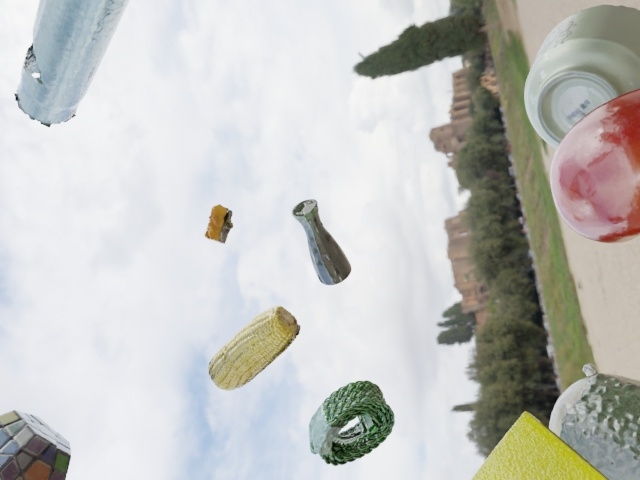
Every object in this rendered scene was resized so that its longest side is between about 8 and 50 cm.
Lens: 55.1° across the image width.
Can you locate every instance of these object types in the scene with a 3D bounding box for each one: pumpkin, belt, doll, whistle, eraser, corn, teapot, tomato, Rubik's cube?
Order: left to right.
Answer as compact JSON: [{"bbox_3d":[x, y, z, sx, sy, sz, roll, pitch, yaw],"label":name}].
[{"bbox_3d":[-0.279,0.209,0.550,0.093,0.111,0.111,-49,-44,-16],"label":"Rubik's cube"},{"bbox_3d":[-0.188,-0.180,0.480,0.062,0.312,0.062,11,-111,-30],"label":"whistle"},{"bbox_3d":[-0.216,-0.035,1.340,0.074,0.054,0.083,34,-112,-85],"label":"pumpkin"},{"bbox_3d":[-0.101,0.163,0.921,0.072,0.203,0.072,25,-138,-24],"label":"corn"},{"bbox_3d":[0.000,0.000,0.696,0.043,0.042,0.111,-79,-27,-47],"label":"teapot"},{"bbox_3d":[0.046,0.300,1.023,0.121,0.151,0.079,45,-176,-34],"label":"belt"},{"bbox_3d":[0.222,0.244,0.594,0.122,0.097,0.045,38,-179,40],"label":"eraser"},{"bbox_3d":[0.338,-0.081,0.643,0.136,0.195,0.195,67,-162,13],"label":"tomato"},{"bbox_3d":[0.506,0.319,0.860,0.247,0.349,0.247,-14,-66,-33],"label":"doll"}]

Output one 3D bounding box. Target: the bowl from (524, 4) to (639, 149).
[{"bbox_3d":[0.369,-0.197,0.831,0.112,0.211,0.211,-40,-60,-35],"label":"bowl"}]
